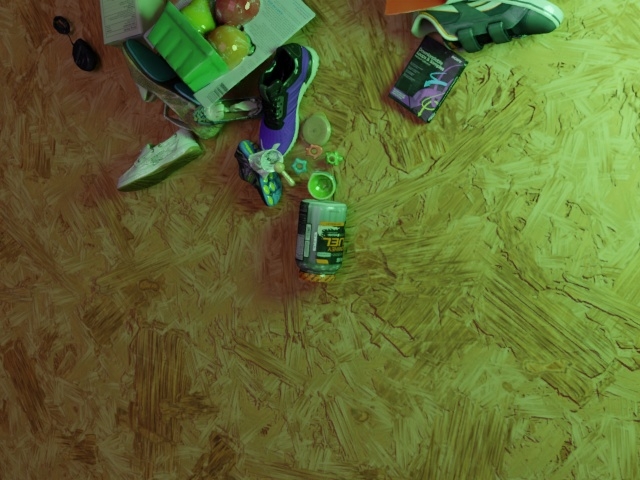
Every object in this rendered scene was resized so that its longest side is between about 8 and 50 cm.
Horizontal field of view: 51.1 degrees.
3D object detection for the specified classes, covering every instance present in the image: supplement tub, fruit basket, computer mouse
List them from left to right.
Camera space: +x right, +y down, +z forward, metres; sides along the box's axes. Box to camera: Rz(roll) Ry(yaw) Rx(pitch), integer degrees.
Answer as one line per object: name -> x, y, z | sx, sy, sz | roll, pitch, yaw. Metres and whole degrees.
computer mouse -> -0.733, -0.593, 2.006 | 0.242, 0.041, 0.071 | 52, 131, 20
fruit basket -> -0.235, -0.533, 1.679 | 0.353, 0.165, 0.327 | -40, 66, -5
supplement tub -> 0.000, 0.000, 1.620 | 0.116, 0.117, 0.191 | 8, 98, 27

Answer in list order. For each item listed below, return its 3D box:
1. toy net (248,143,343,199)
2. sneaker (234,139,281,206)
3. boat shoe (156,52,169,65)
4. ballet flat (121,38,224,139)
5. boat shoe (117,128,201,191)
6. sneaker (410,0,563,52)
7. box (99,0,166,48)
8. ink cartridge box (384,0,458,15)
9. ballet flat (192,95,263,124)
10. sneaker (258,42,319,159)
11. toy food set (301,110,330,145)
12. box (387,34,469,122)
toy net -> -0.068, -0.184, 1.640 | 0.232, 0.045, 0.122 | 15, 114, 5
sneaker -> -0.163, -0.169, 1.731 | 0.078, 0.067, 0.188 | -41, 76, 46
boat shoe -> -0.434, -0.499, 1.845 | 0.152, 0.049, 0.056 | -17, 86, 28
ballet flat -> -0.408, -0.391, 1.779 | 0.348, 0.123, 0.123 | 38, 110, 3
boat shoe -> -0.458, -0.224, 1.857 | 0.277, 0.098, 0.096 | -26, 81, 17
sneaker -> 0.338, -0.453, 1.404 | 0.321, 0.126, 0.128 | 24, 94, 33
box -> -0.517, -0.693, 1.833 | 0.147, 0.121, 0.311 | -3, 92, 28
ink cartridge box -> 0.307, -0.644, 1.364 | 0.384, 0.091, 0.308 | -3, 68, 27
ballet flat -> -0.231, -0.334, 1.693 | 0.188, 0.070, 0.070 | -11, 88, -8
sneaker -> -0.110, -0.343, 1.634 | 0.102, 0.146, 0.294 | 23, 104, 24
toy food set -> -0.011, -0.272, 1.659 | 0.082, 0.020, 0.083 | -35, 78, 25
box -> 0.242, -0.365, 1.515 | 0.116, 0.029, 0.162 | 39, 108, 20
